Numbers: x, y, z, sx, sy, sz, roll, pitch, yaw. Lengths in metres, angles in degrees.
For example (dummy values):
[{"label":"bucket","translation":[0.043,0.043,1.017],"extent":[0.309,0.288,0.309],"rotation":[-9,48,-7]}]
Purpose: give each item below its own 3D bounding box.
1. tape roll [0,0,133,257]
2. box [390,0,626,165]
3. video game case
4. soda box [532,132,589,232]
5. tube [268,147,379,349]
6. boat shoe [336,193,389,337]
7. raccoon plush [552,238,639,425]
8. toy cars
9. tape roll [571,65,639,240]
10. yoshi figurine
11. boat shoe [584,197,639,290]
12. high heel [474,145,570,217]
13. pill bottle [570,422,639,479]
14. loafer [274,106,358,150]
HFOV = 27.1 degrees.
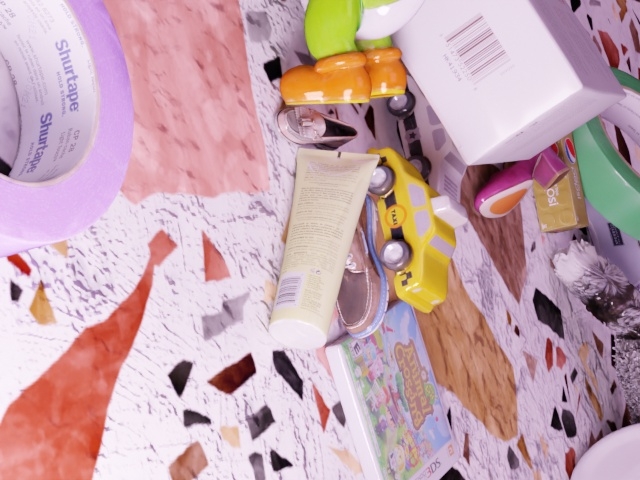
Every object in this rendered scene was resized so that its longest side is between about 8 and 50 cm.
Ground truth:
[{"label":"tape roll","translation":[-0.265,-0.123,1.013],"extent":[0.275,0.090,0.274],"rotation":[28,56,-51]},{"label":"box","translation":[0.243,-0.232,1.705],"extent":[0.215,0.168,0.345],"rotation":[59,21,8]},{"label":"video game case","translation":[0.087,0.190,1.523],"extent":[0.193,0.023,0.212],"rotation":[-28,102,-59]},{"label":"soda box","translation":[0.363,-0.104,2.056],"extent":[0.058,0.061,0.181],"rotation":[3,76,-59]},{"label":"tube","translation":[0.000,0.000,1.408],"extent":[0.070,0.062,0.240],"rotation":[28,55,-24]},{"label":"boat shoe","translation":[0.027,0.019,1.464],"extent":[0.066,0.066,0.183],"rotation":[30,43,-45]},{"label":"raccoon plush","translation":[0.501,0.226,2.107],"extent":[0.446,0.299,0.216],"rotation":[48,42,16]},{"label":"toy cars","translation":[0.133,-0.073,1.579],"extent":[0.176,0.087,0.393],"rotation":[61,22,-23]},{"label":"tape roll","translation":[0.515,-0.141,2.180],"extent":[0.321,0.077,0.321],"rotation":[24,43,-25]},{"label":"yoshi figurine","translation":[-0.009,-0.334,1.490],"extent":[0.203,0.203,0.362],"rotation":[-6,99,-20]},{"label":"boat shoe","translation":[0.477,-0.011,2.198],"extent":[0.084,0.095,0.258],"rotation":[86,6,-56]},{"label":"high heel","translation":[0.264,-0.111,1.912],"extent":[0.117,0.082,0.244],"rotation":[48,43,14]},{"label":"pill bottle","translation":[0.522,0.461,1.944],"extent":[0.363,0.210,0.210],"rotation":[60,34,-25]},{"label":"loafer","translation":[-0.003,-0.129,1.488],"extent":[0.125,0.039,0.045],"rotation":[9,70,-57]}]
